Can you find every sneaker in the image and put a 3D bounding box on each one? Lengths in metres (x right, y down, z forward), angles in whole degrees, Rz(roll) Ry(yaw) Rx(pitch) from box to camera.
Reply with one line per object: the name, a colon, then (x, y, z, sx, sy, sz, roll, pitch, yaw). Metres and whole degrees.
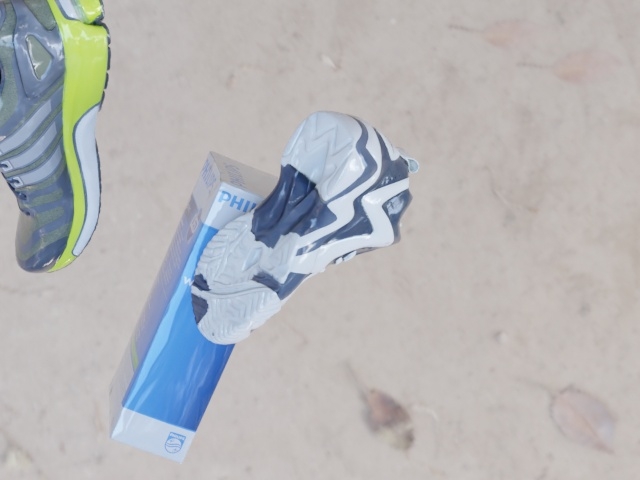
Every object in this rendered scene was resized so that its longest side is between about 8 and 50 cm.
sneaker: (0.000, 0.000, 1.220, 0.153, 0.094, 0.235, 11, 115, -49)
sneaker: (-0.262, -0.094, 1.235, 0.121, 0.111, 0.300, -10, 130, -25)

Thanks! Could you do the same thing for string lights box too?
string lights box: (-0.116, 0.058, 1.312, 0.077, 0.133, 0.260, 22, 102, -14)
